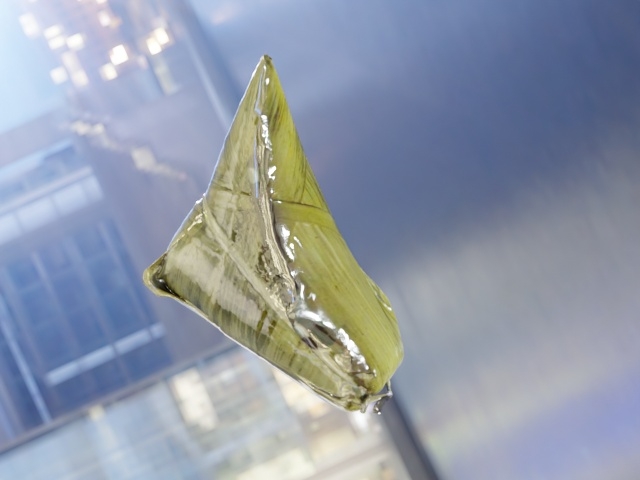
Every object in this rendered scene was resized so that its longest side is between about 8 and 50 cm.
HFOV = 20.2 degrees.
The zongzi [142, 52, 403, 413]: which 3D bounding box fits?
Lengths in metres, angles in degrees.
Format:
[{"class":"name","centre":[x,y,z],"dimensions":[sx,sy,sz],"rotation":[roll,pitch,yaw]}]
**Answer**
[{"class":"zongzi","centre":[0.002,0.002,1.270],"dimensions":[0.205,0.204,0.094],"rotation":[34,-153,17]}]
